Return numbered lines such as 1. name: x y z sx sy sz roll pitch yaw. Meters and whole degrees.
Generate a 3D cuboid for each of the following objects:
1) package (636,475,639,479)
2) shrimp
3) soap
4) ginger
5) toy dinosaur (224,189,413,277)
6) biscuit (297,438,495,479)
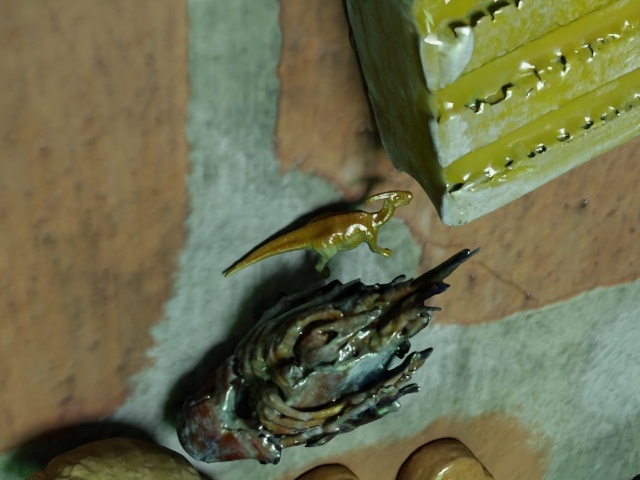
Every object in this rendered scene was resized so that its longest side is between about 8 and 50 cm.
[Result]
1. package: 0.339 0.286 0.989 0.251 0.062 0.203 -28 136 -26
2. shrimp: 0.003 0.061 0.571 0.079 0.090 0.233 5 144 -48
3. soap: 0.152 -0.140 0.503 0.274 0.089 0.173 -26 133 -10
4. ginger: -0.091 0.153 0.601 0.165 0.096 0.067 24 69 -51
5. toy dinosaur: 0.002 0.002 0.578 0.113 0.026 0.041 -24 141 9
6. biscuit: 0.022 0.294 0.812 0.202 0.047 0.333 -4 128 -28
